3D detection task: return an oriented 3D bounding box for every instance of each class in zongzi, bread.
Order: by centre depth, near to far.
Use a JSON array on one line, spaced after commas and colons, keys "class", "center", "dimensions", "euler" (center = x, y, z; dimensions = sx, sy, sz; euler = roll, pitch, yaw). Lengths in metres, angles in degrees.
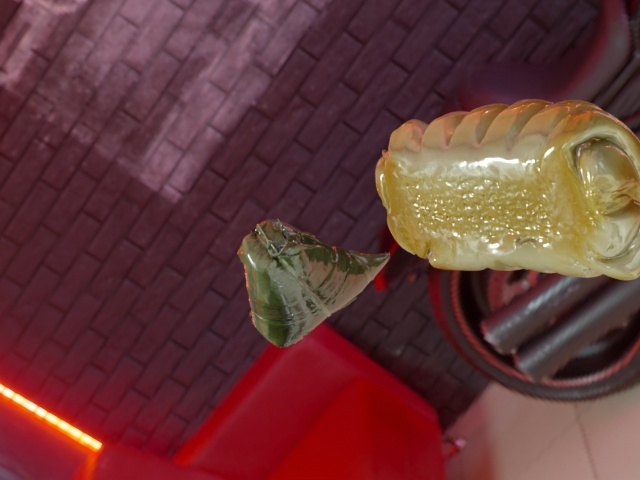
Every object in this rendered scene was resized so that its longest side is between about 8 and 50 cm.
[{"class": "zongzi", "center": [0.000, 0.000, 0.883], "dimensions": [0.130, 0.062, 0.154], "euler": [-30, -35, -18]}, {"class": "bread", "center": [0.188, -0.056, 1.167], "dimensions": [0.121, 0.173, 0.311], "euler": [-32, 23, -36]}]
